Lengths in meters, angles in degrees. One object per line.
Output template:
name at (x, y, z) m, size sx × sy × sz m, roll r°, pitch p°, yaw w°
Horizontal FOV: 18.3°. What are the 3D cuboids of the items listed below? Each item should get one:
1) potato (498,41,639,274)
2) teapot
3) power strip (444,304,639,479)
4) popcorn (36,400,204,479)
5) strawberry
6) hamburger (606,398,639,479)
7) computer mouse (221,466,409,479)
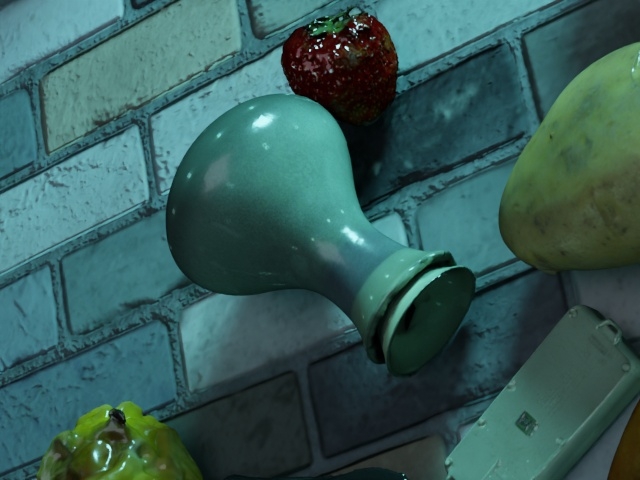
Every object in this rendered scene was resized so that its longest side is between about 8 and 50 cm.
potato at (0.236, -0.057, 1.495) m, size 0.235 × 0.128 × 0.161 m, roll -54°, pitch 36°, yaw 19°
teapot at (0.000, 0.000, 1.634) m, size 0.251 × 0.183 × 0.183 m, roll 36°, pitch 100°, yaw 28°
power strip at (0.173, 0.138, 1.537) m, size 0.192 × 0.035 × 0.081 m, roll -52°, pitch 53°, yaw 15°
popcorn at (-0.176, 0.222, 1.726) m, size 0.148 × 0.152 × 0.167 m, roll -36°, pitch 52°, yaw -8°
strawberry at (0.018, -0.145, 1.703) m, size 0.106 × 0.106 × 0.106 m, roll -12°, pitch 70°, yaw 35°
hamburger at (0.354, 0.193, 1.243) m, size 0.330 × 0.250 × 0.330 m, roll -10°, pitch 75°, yaw 38°
computer mouse at (0.011, 0.253, 1.598) m, size 0.264 × 0.088 × 0.147 m, roll -8°, pitch 89°, yaw 36°
